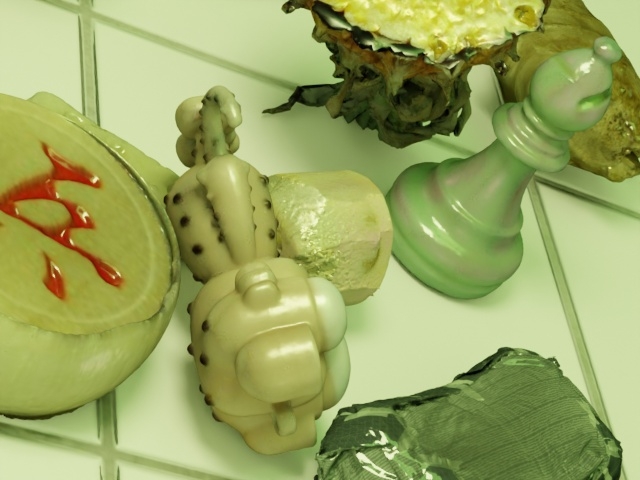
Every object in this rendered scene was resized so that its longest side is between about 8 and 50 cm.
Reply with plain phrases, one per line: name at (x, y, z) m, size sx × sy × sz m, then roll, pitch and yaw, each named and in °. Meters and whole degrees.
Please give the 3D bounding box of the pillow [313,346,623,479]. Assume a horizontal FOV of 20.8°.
pillow at (0.125, 0.171, 1.371) m, size 0.161 × 0.093 × 0.335 m, roll 46°, pitch 36°, yaw 21°

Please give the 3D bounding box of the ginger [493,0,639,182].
ginger at (0.281, -0.202, 1.873) m, size 0.236 × 0.166 × 0.375 m, roll 19°, pitch 44°, yaw -11°

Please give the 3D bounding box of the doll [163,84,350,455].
doll at (-0.055, 0.019, 1.310) m, size 0.119 × 0.154 × 0.278 m, roll -12°, pitch 72°, yaw -10°

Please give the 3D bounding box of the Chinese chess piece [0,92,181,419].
Chinese chess piece at (-0.221, 0.007, 1.244) m, size 0.249 × 0.103 × 0.250 m, roll 26°, pitch 36°, yaw -21°

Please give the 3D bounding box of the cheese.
cheese at (-0.163, -0.053, 1.414) m, size 0.194 × 0.043 × 0.065 m, roll 32°, pitch 28°, yaw -6°

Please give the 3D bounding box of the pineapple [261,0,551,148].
pineapple at (0.077, -0.180, 1.578) m, size 0.262 × 0.272 × 0.263 m, roll 3°, pitch 60°, yaw -5°

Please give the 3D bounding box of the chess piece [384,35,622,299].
chess piece at (0.176, -0.078, 1.540) m, size 0.139 × 0.272 × 0.139 m, roll 24°, pitch 39°, yaw -21°

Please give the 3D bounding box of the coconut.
coconut at (0.000, 0.000, 1.436) m, size 0.122 × 0.116 × 0.116 m, roll -9°, pitch 56°, yaw -41°
